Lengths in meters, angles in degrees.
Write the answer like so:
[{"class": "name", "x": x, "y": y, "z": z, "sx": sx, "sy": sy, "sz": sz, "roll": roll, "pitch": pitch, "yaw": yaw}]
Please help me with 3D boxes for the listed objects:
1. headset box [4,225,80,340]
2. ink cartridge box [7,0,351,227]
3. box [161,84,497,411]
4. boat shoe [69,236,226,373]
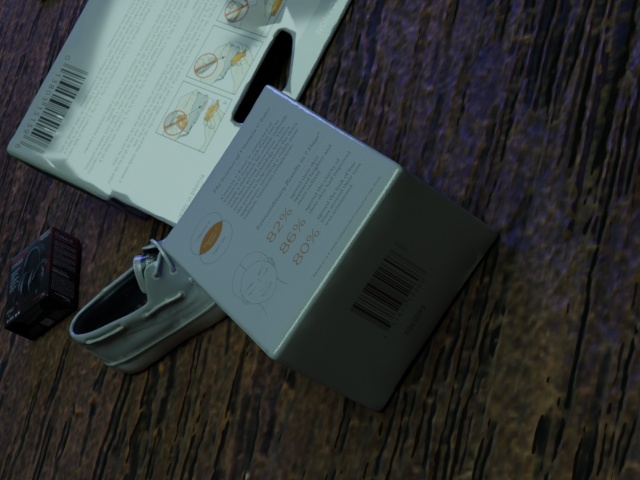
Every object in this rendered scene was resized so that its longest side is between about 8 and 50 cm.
[{"class": "headset box", "x": -0.236, "y": 0.033, "z": 1.102, "sx": 0.062, "sy": 0.032, "sz": 0.083, "roll": -33, "pitch": 44, "yaw": 31}, {"class": "ink cartridge box", "x": -0.096, "y": -0.145, "z": 1.045, "sx": 0.239, "sy": 0.060, "sz": 0.275, "roll": 24, "pitch": 83, "yaw": 29}, {"class": "box", "x": 0.000, "y": 0.000, "z": 0.793, "sx": 0.130, "sy": 0.091, "sz": 0.170, "roll": -56, "pitch": 36, "yaw": 4}, {"class": "boat shoe", "x": -0.108, "y": 0.028, "z": 0.925, "sx": 0.184, "sy": 0.063, "sz": 0.066, "roll": -33, "pitch": 43, "yaw": 32}]
